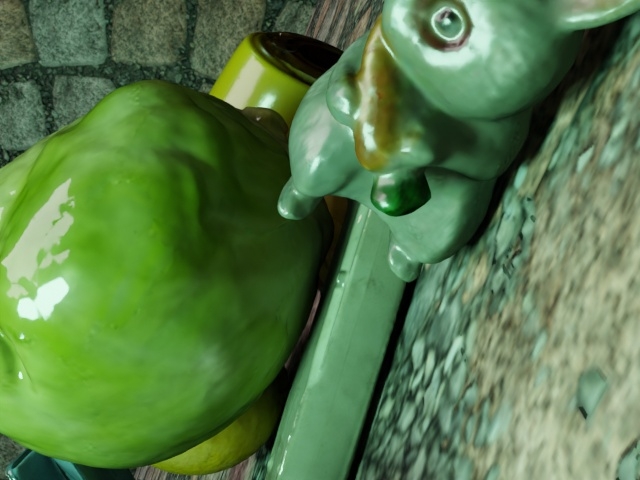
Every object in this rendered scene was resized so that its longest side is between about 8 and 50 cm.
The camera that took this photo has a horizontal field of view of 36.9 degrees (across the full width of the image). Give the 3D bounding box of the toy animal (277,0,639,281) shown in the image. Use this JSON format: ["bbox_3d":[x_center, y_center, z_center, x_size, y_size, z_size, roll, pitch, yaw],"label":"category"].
[{"bbox_3d":[0.061,-0.087,0.437,0.138,0.108,0.236,-77,12,-44],"label":"toy animal"}]

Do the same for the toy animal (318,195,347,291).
[{"bbox_3d":[0.000,-0.003,0.802,0.159,0.070,0.083,-103,35,-66],"label":"toy animal"}]

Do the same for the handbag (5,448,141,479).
[{"bbox_3d":[-0.177,0.256,0.858,0.057,0.221,0.144,-33,5,4],"label":"handbag"}]

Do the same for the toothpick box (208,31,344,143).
[{"bbox_3d":[-0.057,-0.067,0.946,0.175,0.175,0.271,-86,21,-63],"label":"toothpick box"}]

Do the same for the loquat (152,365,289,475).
[{"bbox_3d":[-0.121,0.121,0.849,0.149,0.204,0.172,76,-173,-60],"label":"loquat"}]

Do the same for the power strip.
[{"bbox_3d":[0.022,0.039,0.595,0.080,0.048,0.286,127,162,-77],"label":"power strip"}]

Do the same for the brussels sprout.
[{"bbox_3d":[-0.128,0.020,0.665,0.273,0.243,0.316,-55,5,12],"label":"brussels sprout"}]
